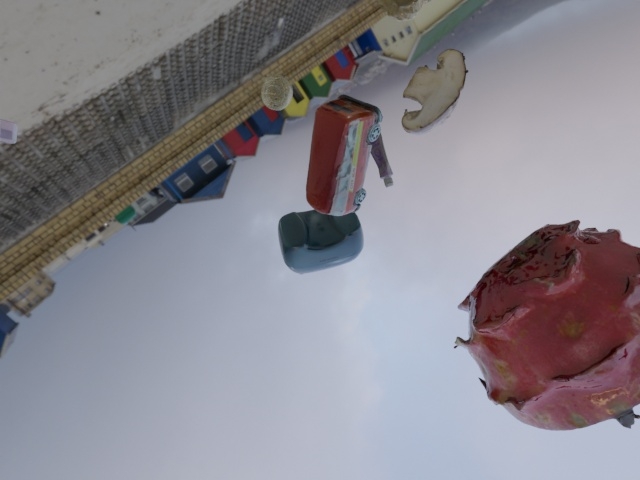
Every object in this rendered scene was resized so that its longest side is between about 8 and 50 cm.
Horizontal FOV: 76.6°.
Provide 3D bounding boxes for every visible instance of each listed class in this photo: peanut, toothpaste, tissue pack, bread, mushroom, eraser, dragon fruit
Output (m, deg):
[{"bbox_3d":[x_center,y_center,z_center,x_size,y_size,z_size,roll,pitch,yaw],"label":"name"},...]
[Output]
[{"bbox_3d":[0.295,-0.830,1.307,0.233,0.196,0.110,-36,159,10],"label":"peanut"},{"bbox_3d":[0.200,-0.333,1.446,0.075,0.300,0.048,-21,176,42],"label":"toothpaste"},{"bbox_3d":[0.000,0.000,1.424,0.288,0.206,0.198,-15,-126,-9],"label":"tissue pack"},{"bbox_3d":[-0.193,-0.661,1.811,0.134,0.148,0.141,0,-160,0],"label":"bread"},{"bbox_3d":[0.336,-0.408,1.197,0.156,0.151,0.285,28,-100,23],"label":"mushroom"},{"bbox_3d":[-0.934,-0.318,1.159,0.026,0.064,0.105,8,180,32],"label":"eraser"},{"bbox_3d":[0.397,0.119,0.709,0.386,0.249,0.371,-44,178,22],"label":"dragon fruit"}]

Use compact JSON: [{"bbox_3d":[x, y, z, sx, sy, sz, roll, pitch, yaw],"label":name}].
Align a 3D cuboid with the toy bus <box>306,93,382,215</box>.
[{"bbox_3d":[0.039,-0.172,0.895,0.121,0.264,0.120,32,-139,29],"label":"toy bus"}]
